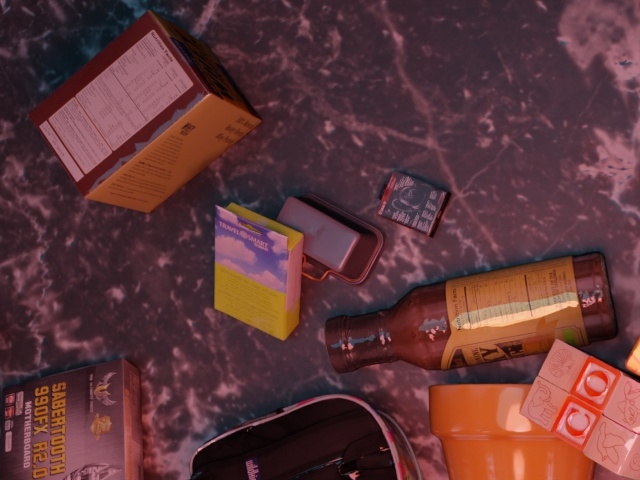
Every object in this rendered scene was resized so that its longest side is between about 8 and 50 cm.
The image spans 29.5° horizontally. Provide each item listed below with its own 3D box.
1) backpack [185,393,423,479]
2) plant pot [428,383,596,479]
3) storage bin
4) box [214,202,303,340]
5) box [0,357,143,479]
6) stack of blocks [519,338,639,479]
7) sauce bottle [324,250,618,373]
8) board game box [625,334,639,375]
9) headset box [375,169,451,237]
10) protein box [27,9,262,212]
[{"bbox_3d":[-0.002,0.307,1.432,0.253,0.191,0.225,-28,59,17],"label":"backpack"},{"bbox_3d":[0.225,0.258,1.371,0.205,0.205,0.188,-2,82,15],"label":"plant pot"},{"bbox_3d":[0.000,0.000,1.518,0.135,0.091,0.098,30,94,16],"label":"storage bin"},{"bbox_3d":[-0.078,0.033,1.504,0.109,0.042,0.178,23,135,20],"label":"box"},{"bbox_3d":[-0.320,0.283,1.562,0.183,0.056,0.231,-15,60,15],"label":"box"},{"bbox_3d":[0.360,0.205,1.238,0.171,0.297,0.087,28,93,46],"label":"stack of blocks"},{"bbox_3d":[0.177,0.096,1.455,0.344,0.111,0.111,-12,83,16],"label":"sauce bottle"},{"bbox_3d":[0.552,0.051,1.223,0.356,0.356,0.356,27,93,16],"label":"board game box"},{"bbox_3d":[0.113,-0.047,1.521,0.083,0.032,0.062,22,92,17],"label":"headset box"},{"bbox_3d":[-0.216,-0.156,1.532,0.201,0.200,0.136,-38,78,10],"label":"protein box"}]
